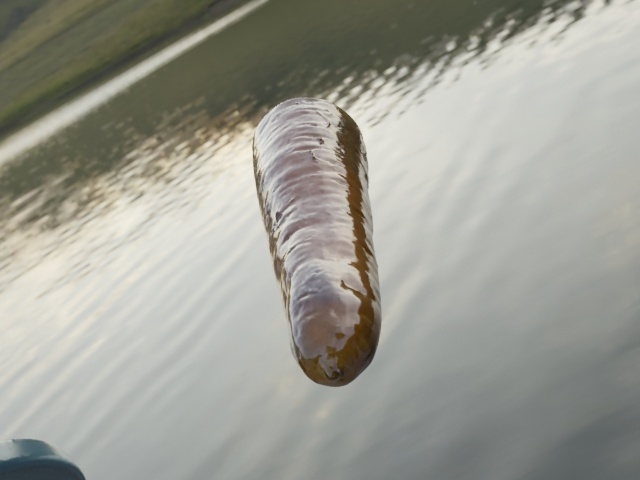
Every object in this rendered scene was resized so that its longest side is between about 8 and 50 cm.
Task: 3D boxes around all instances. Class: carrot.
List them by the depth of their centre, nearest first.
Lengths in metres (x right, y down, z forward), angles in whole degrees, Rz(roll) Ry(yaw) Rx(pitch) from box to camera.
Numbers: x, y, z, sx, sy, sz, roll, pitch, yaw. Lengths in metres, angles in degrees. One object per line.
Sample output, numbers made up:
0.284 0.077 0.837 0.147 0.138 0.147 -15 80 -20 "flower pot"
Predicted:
0.000 0.000 0.416 0.061 0.061 0.210 -28 25 10 "carrot"

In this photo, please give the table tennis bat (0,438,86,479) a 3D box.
-0.238 0.238 0.633 0.215 0.044 0.329 -38 -26 -27 "table tennis bat"
